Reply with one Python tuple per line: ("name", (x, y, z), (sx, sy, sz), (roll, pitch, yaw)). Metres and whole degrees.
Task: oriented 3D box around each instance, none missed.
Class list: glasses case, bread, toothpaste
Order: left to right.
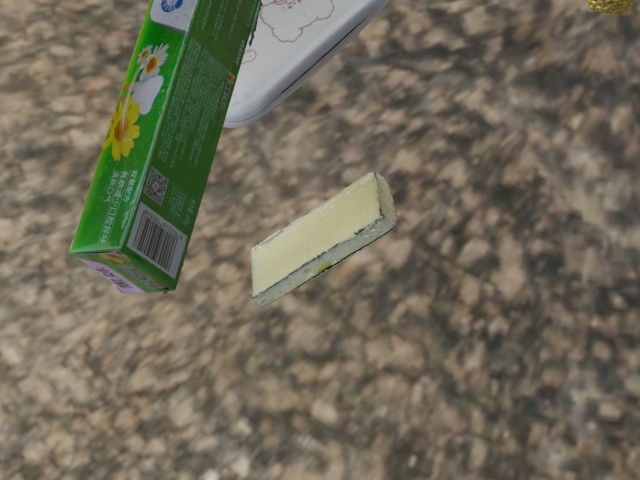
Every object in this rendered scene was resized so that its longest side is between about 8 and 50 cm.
("toothpaste", (-0.067, -0.063, 0.757), (0.037, 0.043, 0.178), (-4, 62, 38))
("glasses case", (-0.023, -0.159, 1.214), (0.074, 0.049, 0.193), (41, 71, 16))
("bread", (0.000, 0.000, 1.454), (0.154, 0.068, 0.028), (-32, 129, 21))

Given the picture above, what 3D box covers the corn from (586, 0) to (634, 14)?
("corn", (0.126, -0.135, 0.684), (0.028, 0.027, 0.083), (3, 118, -7))
